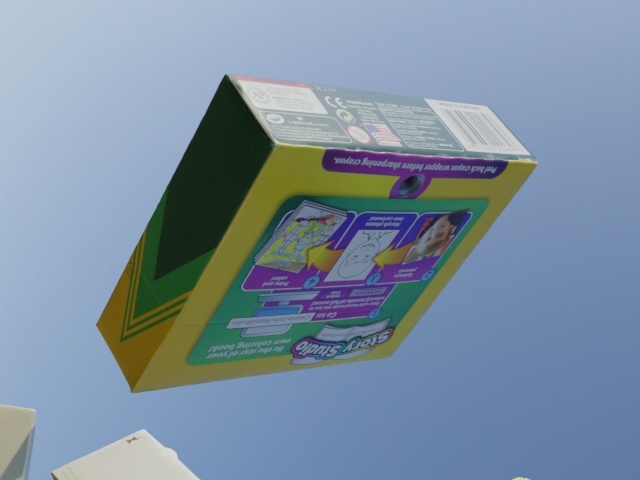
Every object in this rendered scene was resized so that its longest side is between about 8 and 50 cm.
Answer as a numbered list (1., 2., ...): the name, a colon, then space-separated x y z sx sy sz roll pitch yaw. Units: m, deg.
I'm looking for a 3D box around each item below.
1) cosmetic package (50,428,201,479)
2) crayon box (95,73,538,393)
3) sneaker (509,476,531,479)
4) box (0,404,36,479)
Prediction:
1. cosmetic package: -0.230 0.476 1.416 0.197 0.155 0.365 19 -54 56
2. crayon box: 0.000 0.000 1.034 0.106 0.363 0.313 55 -53 31
3. sneaker: 0.224 0.325 0.955 0.295 0.124 0.109 -67 162 -63
4. box: -0.443 0.214 0.970 0.148 0.311 0.121 130 -34 -55
